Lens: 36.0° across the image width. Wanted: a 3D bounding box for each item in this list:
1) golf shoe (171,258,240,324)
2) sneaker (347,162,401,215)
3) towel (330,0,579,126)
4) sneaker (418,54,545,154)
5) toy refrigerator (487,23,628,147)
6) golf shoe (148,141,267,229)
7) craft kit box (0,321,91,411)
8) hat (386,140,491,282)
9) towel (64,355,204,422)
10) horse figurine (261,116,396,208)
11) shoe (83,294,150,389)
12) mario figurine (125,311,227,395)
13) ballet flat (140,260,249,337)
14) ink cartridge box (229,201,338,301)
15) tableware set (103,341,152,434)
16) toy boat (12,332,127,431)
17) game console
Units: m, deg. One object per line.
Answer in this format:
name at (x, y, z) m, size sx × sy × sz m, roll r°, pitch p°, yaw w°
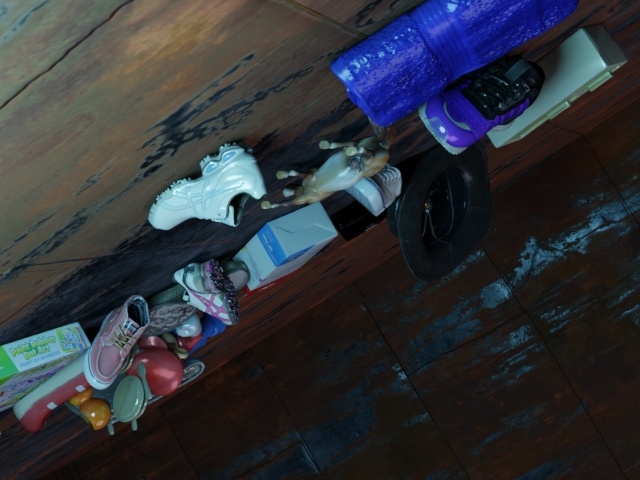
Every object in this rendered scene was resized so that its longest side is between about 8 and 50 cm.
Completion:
golf shoe at (-0.202, 0.096, 1.779) m, size 0.086 × 0.067 × 0.186 m, roll -10°, pitch 143°, yaw 13°
sneaker at (0.097, -0.106, 1.783) m, size 0.091 × 0.094 × 0.258 m, roll -50°, pitch 175°, yaw 3°
towel at (0.171, -0.246, 1.173) m, size 0.308 × 0.076 × 0.228 m, roll -33°, pitch 173°, yaw 11°
sneaker at (0.271, -0.235, 1.571) m, size 0.146 × 0.102 × 0.293 m, roll -42°, pitch 172°, yaw 37°
toy refrigerator at (0.427, -0.282, 1.833) m, size 0.269 × 0.094 × 0.102 m, roll -38°, pitch 169°, yaw 39°
golf shoe at (-0.141, -0.045, 1.223) m, size 0.176 × 0.086 × 0.069 m, roll -34°, pitch 173°, yaw 31°
craft kit box at (-0.538, 0.234, 1.597) m, size 0.247 × 0.061 × 0.250 m, roll -38°, pitch 170°, yaw 28°
hat at (0.229, -0.075, 2.107) m, size 0.134 × 0.331 × 0.331 m, roll 14°, pitch -153°, yaw 41°
towel at (-0.418, 0.302, 2.149) m, size 0.282 × 0.049 × 0.187 m, roll -27°, pitch -149°, yaw -37°
horse figurine at (0.025, -0.113, 1.494) m, size 0.263 × 0.066 × 0.174 m, roll -33°, pitch 167°, yaw 30°
shoe at (-0.343, 0.167, 1.665) m, size 0.081 × 0.063 × 0.178 m, roll -40°, pitch -157°, yaw 30°
mario figurine at (-0.319, 0.195, 2.068) m, size 0.320 × 0.170 × 0.198 m, roll -39°, pitch 148°, yaw -68°
ballet flat at (-0.252, 0.103, 1.837) m, size 0.250 × 0.058 × 0.084 m, roll -29°, pitch 140°, yaw -6°
ink cartridge box at (-0.083, 0.025, 1.886) m, size 0.134 × 0.078 × 0.231 m, roll -24°, pitch 169°, yaw -37°
tableware set at (-0.365, 0.258, 1.868) m, size 0.128 × 0.194 × 0.039 m, roll -43°, pitch 139°, yaw 23°
toy boat at (-0.444, 0.284, 1.811) m, size 0.231 × 0.151 × 0.151 m, roll -32°, pitch -172°, yaw 4°
game console at (0.000, 0.000, 2.182) m, size 0.361 × 0.044 × 0.213 m, roll -32°, pitch 170°, yaw 1°
